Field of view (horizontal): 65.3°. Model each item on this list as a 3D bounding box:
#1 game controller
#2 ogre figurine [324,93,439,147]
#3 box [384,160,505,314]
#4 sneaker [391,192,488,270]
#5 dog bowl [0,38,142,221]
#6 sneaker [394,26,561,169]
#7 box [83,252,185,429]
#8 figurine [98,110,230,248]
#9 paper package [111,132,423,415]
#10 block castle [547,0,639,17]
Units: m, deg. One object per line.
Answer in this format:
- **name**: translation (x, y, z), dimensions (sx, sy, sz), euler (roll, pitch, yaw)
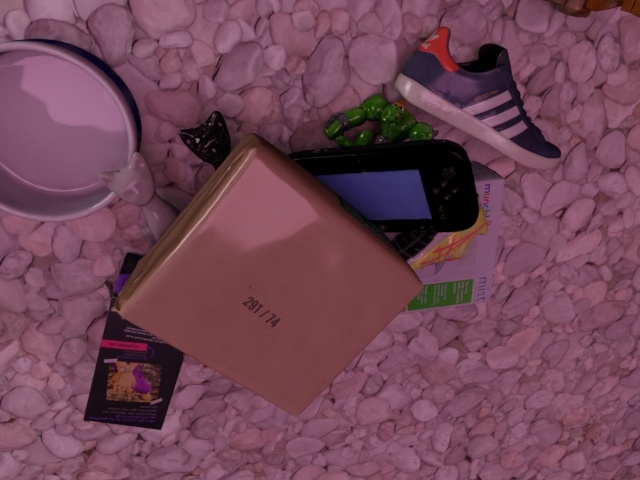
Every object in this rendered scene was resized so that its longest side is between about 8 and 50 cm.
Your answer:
- **game controller**: translation (0.086, -0.078, 0.798), dimensions (0.319, 0.067, 0.166), euler (1, 127, 29)
- **ogre figurine**: translation (0.111, -0.179, 0.859), dimensions (0.118, 0.197, 0.097), euler (-51, 141, -5)
- **box**: translation (0.210, -0.005, 0.969), dimensions (0.231, 0.127, 0.262), euler (-5, 115, -7)
- **sneaker**: translation (0.203, 0.011, 0.860), dimensions (0.208, 0.081, 0.094), euler (-36, 118, 7)
- **dog bowl**: translation (-0.416, -0.167, 0.766), dimensions (0.265, 0.104, 0.265), euler (-5, 116, -10)
- **sneaker**: translation (0.309, -0.245, 0.867), dimensions (0.350, 0.131, 0.148), euler (21, 112, -21)
- **box**: translation (-0.325, 0.186, 0.923), dimensions (0.143, 0.165, 0.270), euler (15, 112, -18)
- **figurine**: translation (-0.214, -0.083, 0.802), dimensions (0.215, 0.092, 0.209), euler (-30, 143, -9)
- **paper package**: translation (-0.071, 0.051, 0.754), dimensions (0.325, 0.168, 0.309), euler (38, 103, -21)
- **block castle**: translation (0.325, -0.481, 0.660), dimensions (0.453, 0.303, 0.213), euler (16, 110, -20)
